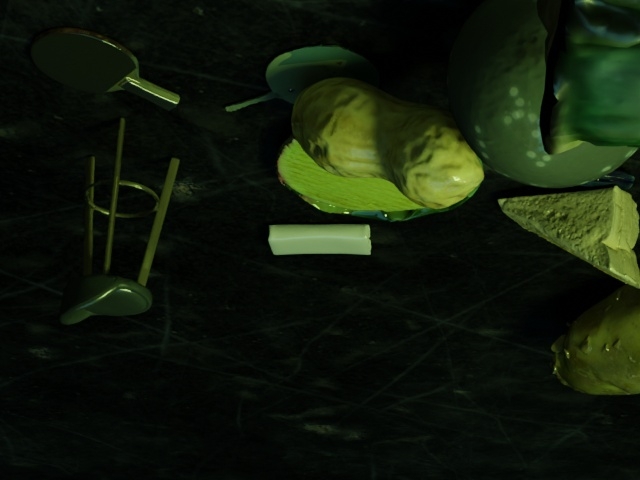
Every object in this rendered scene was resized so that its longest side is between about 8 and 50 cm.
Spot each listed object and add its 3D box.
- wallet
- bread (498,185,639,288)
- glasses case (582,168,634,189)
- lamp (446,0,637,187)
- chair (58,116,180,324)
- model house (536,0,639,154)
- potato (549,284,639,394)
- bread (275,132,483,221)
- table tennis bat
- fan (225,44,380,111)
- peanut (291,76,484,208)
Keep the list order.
[{"bbox_3d":[0.000,0.000,1.601,0.122,0.025,0.061,-1,152,6],"label":"wallet"},{"bbox_3d":[0.275,0.001,1.462,0.152,0.105,0.077,-7,159,35],"label":"bread"},{"bbox_3d":[0.299,-0.071,1.425,0.083,0.023,0.033,5,168,-12],"label":"glasses case"},{"bbox_3d":[0.230,-0.110,1.179,0.182,0.182,0.314,-11,152,26],"label":"lamp"},{"bbox_3d":[-0.210,-0.007,1.392,0.095,0.221,0.104,18,151,-20],"label":"chair"},{"bbox_3d":[0.298,-0.268,0.593,0.400,0.395,0.445,-2,148,5],"label":"model house"},{"bbox_3d":[0.420,0.124,1.686,0.191,0.141,0.296,5,158,-43],"label":"potato"},{"bbox_3d":[0.064,-0.081,1.421,0.228,0.033,0.228,4,155,2],"label":"bread"},{"bbox_3d":[-0.210,-0.166,1.298,0.158,0.014,0.095,23,146,-32],"label":"table tennis bat"},{"bbox_3d":[-0.024,-0.153,1.314,0.175,0.005,0.113,-13,150,30],"label":"fan"},{"bbox_3d":[0.063,-0.093,1.238,0.229,0.103,0.098,21,146,35],"label":"peanut"}]
